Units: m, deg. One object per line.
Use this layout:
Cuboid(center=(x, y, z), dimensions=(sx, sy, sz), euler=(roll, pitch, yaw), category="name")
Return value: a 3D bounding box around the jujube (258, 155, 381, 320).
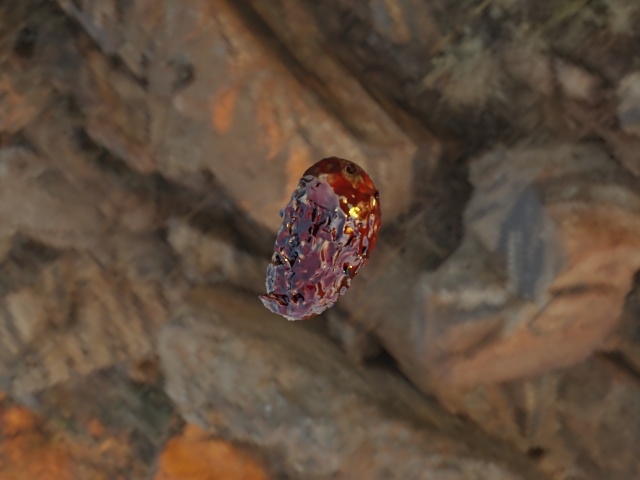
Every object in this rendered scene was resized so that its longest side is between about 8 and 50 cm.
Cuboid(center=(0.004, 0.001, 1.522), dimensions=(0.104, 0.104, 0.166), euler=(36, 123, 23), category="jujube")
